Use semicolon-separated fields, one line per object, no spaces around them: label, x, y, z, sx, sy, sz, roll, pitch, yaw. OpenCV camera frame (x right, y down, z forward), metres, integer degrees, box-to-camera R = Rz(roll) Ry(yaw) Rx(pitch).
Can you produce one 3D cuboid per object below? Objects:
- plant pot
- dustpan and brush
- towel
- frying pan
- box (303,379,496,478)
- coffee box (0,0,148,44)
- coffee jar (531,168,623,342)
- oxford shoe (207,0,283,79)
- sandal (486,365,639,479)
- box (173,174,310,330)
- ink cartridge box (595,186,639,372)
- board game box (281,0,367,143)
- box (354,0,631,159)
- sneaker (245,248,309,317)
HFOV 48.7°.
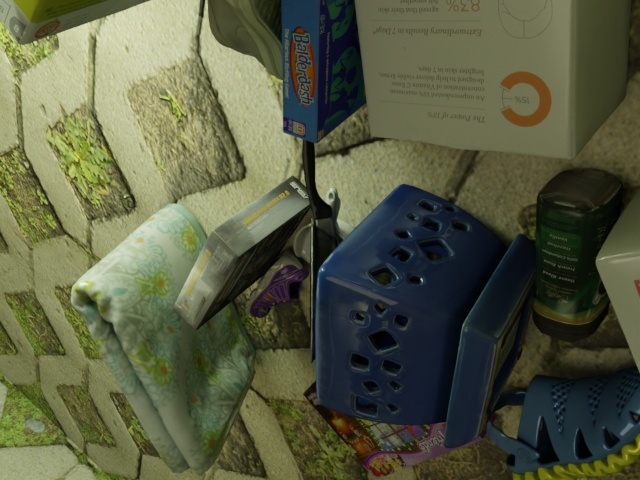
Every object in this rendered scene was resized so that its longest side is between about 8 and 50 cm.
plant pot;0.139;0.099;0.887;0.212;0.236;0.236;20;130;24
dustpan and brush;0.020;-0.003;1.043;0.147;0.060;0.211;30;134;23
towel;-0.236;0.157;1.196;0.090;0.320;0.375;-18;109;18
frying pan;-0.001;0.003;0.968;0.053;0.197;0.327;1;88;-1
box;0.117;0.268;1.153;0.201;0.057;0.293;48;139;2
coffee box;-0.221;-0.471;0.711;0.338;0.338;0.334;53;139;-3
coffee jar;0.286;0.020;0.796;0.079;0.096;0.185;17;128;36
oxford shoe;-0.068;-0.294;0.705;0.130;0.169;0.449;31;173;6
sandal;0.316;0.227;0.904;0.138;0.126;0.317;48;138;10
box;-0.121;0.021;1.095;0.056;0.183;0.231;44;139;8
ink cartridge box;0.482;0.071;0.608;0.384;0.160;0.279;-12;110;46
board game box;0.035;-0.222;0.754;0.047;0.210;0.160;22;134;23
box;0.157;-0.273;0.647;0.214;0.168;0.346;13;126;35
sneaker;-0.072;0.089;1.190;0.071;0.068;0.170;40;137;4
